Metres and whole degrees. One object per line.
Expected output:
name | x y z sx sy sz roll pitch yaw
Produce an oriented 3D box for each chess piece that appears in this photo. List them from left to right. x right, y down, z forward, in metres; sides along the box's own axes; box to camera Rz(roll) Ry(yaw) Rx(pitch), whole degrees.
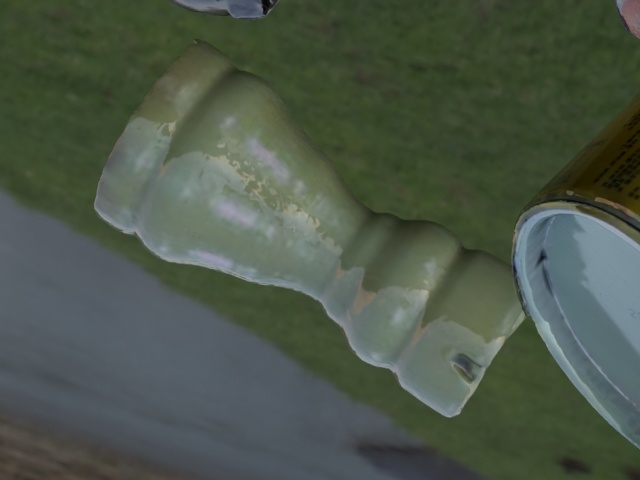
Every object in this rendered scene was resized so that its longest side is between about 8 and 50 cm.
chess piece | 0.000 0.000 1.709 0.442 0.234 0.234 33 170 9

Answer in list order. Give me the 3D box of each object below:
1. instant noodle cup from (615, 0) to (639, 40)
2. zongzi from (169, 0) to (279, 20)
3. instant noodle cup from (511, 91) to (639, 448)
instant noodle cup | 0.426 -0.254 1.573 0.243 0.243 0.231 27 -177 -35
zongzi | 0.013 -0.260 0.552 0.154 0.317 0.289 31 161 8
instant noodle cup | 0.175 0.004 0.684 0.182 0.144 0.182 42 155 25
